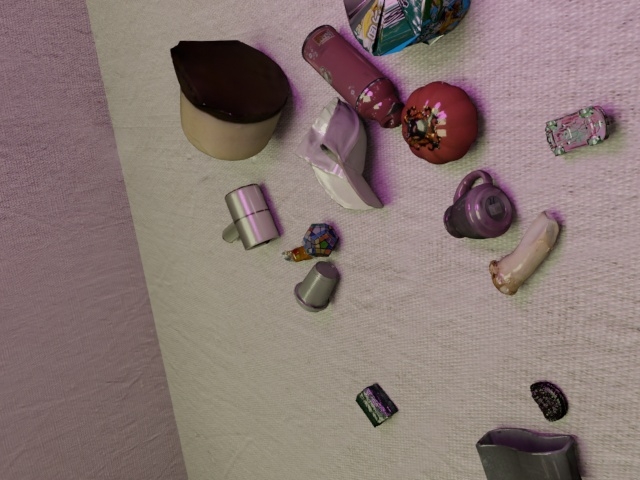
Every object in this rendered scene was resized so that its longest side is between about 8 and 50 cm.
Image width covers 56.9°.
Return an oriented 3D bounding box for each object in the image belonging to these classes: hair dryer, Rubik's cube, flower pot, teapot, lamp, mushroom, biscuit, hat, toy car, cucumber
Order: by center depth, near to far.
[{"bbox_3d":[0.473,-0.202,1.082,0.142,0.055,0.069,-12,95,68],"label":"toy car"},{"bbox_3d":[0.429,0.025,1.233,0.084,0.071,0.209,-97,25,-44],"label":"mushroom"},{"bbox_3d":[0.250,-0.251,1.278,0.182,0.140,0.182,27,129,39],"label":"lamp"},{"bbox_3d":[0.327,-0.068,1.285,0.148,0.116,0.146,66,154,1],"label":"teapot"},{"bbox_3d":[0.505,0.357,1.312,0.087,0.027,0.089,17,119,47],"label":"biscuit"},{"bbox_3d":[0.477,0.503,1.349,0.229,0.103,0.108,-13,95,53],"label":"flower pot"},{"bbox_3d":[0.080,-0.212,1.536,0.301,0.168,0.258,52,170,-13],"label":"hat"},{"bbox_3d":[0.000,0.000,1.752,0.111,0.093,0.111,25,125,42],"label":"Rubik's cube"},{"bbox_3d":[0.163,0.510,1.796,0.115,0.062,0.116,52,139,29],"label":"cucumber"},{"bbox_3d":[-0.280,-0.050,2.087,0.362,0.128,0.203,-30,82,61],"label":"hair dryer"}]

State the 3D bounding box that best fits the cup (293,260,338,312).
[{"bbox_3d":[-0.008,0.140,1.813,0.120,0.120,0.141,51,130,26],"label":"cup"}]

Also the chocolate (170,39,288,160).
[{"bbox_3d":[-0.279,-0.384,1.745,0.314,0.326,0.297,55,137,24],"label":"chocolate"}]

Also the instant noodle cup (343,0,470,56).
[{"bbox_3d":[0.185,-0.506,1.213,0.240,0.178,0.240,26,125,44],"label":"instant noodle cup"}]

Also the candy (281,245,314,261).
[{"bbox_3d":[-0.056,0.039,1.883,0.182,0.046,0.053,-15,90,49],"label":"candy"}]

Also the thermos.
[{"bbox_3d":[0.086,-0.381,1.455,0.330,0.109,0.136,50,139,25],"label":"thermos"}]
